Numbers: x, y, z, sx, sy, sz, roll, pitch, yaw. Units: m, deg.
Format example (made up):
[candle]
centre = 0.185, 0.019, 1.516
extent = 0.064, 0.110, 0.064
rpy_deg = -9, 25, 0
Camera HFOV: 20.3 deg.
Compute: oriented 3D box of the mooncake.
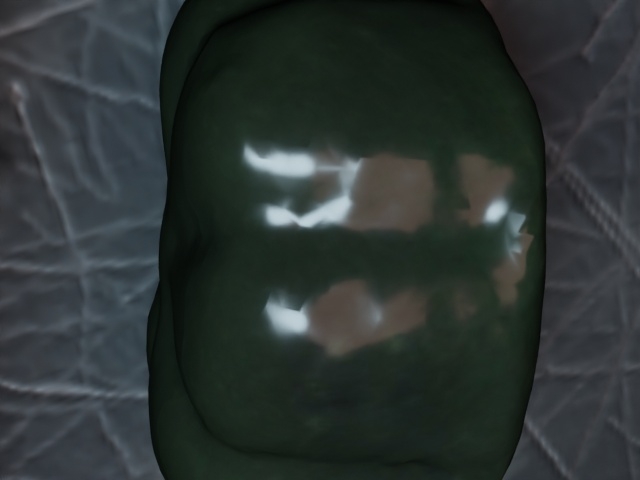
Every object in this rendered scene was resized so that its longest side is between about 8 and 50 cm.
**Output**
[mooncake]
centre = 0.000, 0.000, 0.533
extent = 0.104, 0.168, 0.175
rpy_deg = -1, 77, -8
